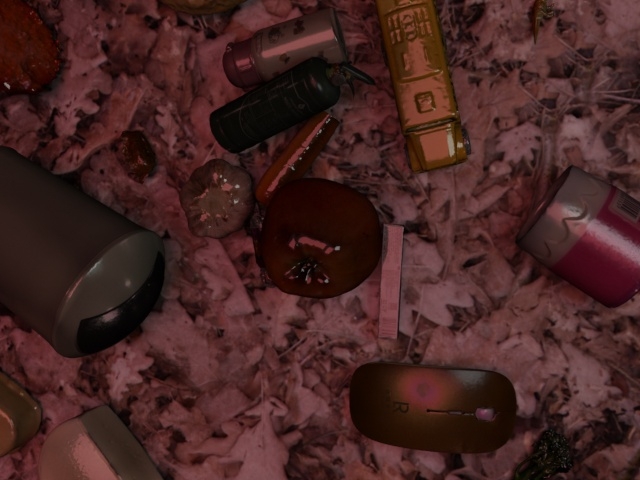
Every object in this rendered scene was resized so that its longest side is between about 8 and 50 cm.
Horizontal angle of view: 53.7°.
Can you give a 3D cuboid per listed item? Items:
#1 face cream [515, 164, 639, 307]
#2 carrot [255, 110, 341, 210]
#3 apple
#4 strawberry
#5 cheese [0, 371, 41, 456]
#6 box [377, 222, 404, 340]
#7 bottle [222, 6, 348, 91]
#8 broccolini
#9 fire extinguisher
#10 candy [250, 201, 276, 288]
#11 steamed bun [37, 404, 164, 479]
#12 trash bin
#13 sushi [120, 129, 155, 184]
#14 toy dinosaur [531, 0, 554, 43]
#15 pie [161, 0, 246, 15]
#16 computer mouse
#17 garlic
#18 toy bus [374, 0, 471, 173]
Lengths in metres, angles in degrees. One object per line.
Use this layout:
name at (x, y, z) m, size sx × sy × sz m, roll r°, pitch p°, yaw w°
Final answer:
face cream at (0.457, -0.008, 1.066) m, size 0.195 × 0.175 × 0.175 m, roll 36°, pitch 98°, yaw 9°
carrot at (-0.050, -0.153, 1.222) m, size 0.067 × 0.067 × 0.225 m, roll 40°, pitch 96°, yaw 8°
apple at (0.002, 0.000, 1.140) m, size 0.234 × 0.234 × 0.234 m, roll 0°, pitch 91°, yaw 12°
strawberry at (-0.675, -0.385, 1.283) m, size 0.178 × 0.234 × 0.234 m, roll -14°, pitch 88°, yaw 32°
cheese at (-0.784, 0.384, 1.365) m, size 0.384 × 0.104 × 0.384 m, roll 0°, pitch 91°, yaw 11°
box at (0.134, 0.077, 1.195) m, size 0.039 × 0.055 × 0.218 m, roll 3°, pitch 92°, yaw 10°
bottle at (-0.071, -0.355, 1.198) m, size 0.233 × 0.110 × 0.110 m, roll -15°, pitch 88°, yaw 11°
broccolini at (0.373, 0.429, 1.152) m, size 0.201 × 0.074 × 0.058 m, roll -43°, pitch 100°, yaw 12°
fire extinguisher at (-0.057, -0.255, 1.168) m, size 0.311 × 0.095 × 0.114 m, roll -22°, pitch 127°, yaw 29°
candy at (-0.109, 0.009, 1.239) m, size 0.045 × 0.043 × 0.175 m, roll 18°, pitch 122°, yaw 49°
steamed bun at (-0.455, 0.474, 1.278) m, size 0.164 × 0.146 × 0.242 m, roll -40°, pitch 83°, yaw 5°
trash bin at (-0.512, 0.025, 1.219) m, size 0.432 × 0.280 × 0.280 m, roll 32°, pitch 97°, yaw 12°
sushi at (-0.377, -0.173, 1.296) m, size 0.060 × 0.061 × 0.118 m, roll -26°, pitch 66°, yaw 19°
toy dinosaur at (0.402, -0.409, 1.142) m, size 0.041 × 0.026 × 0.113 m, roll -2°, pitch 82°, yaw 18°
pie at (-0.219, -0.603, 1.233) m, size 0.339 × 0.083 × 0.339 m, roll -1°, pitch 87°, yaw 13°
computer mouse at (0.206, 0.308, 1.180) m, size 0.310 × 0.072 × 0.158 m, roll 3°, pitch 94°, yaw 11°
garlic at (-0.200, -0.082, 1.238) m, size 0.147 × 0.102 × 0.159 m, roll 12°, pitch 106°, yaw -3°
toy bus at (0.182, -0.296, 1.142) m, size 0.121 × 0.123 × 0.335 m, roll -12°, pitch 89°, yaw 12°
